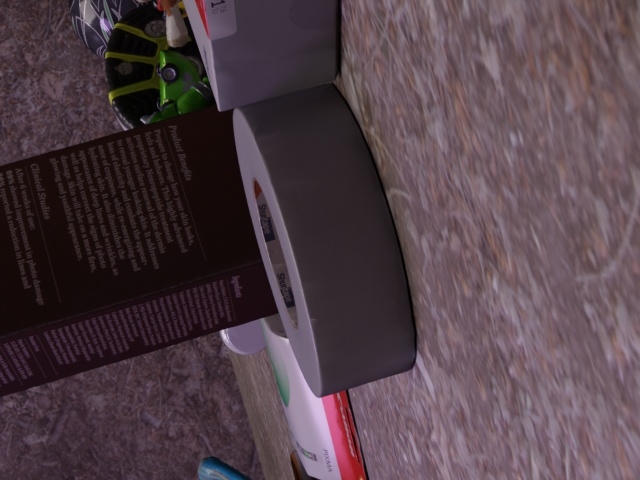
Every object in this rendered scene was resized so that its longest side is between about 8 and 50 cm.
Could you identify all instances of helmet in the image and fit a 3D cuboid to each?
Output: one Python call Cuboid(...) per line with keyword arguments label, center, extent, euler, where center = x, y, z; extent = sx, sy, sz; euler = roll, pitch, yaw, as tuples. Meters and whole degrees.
Cuboid(label="helmet", center=(-0.277, -0.331, 2.059), extent=(0.161, 0.169, 0.169), euler=(-88, -11, -55))

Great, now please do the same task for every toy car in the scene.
Cuboid(label="toy car", center=(-0.163, -0.237, 1.698), extent=(0.239, 0.053, 0.225), euler=(-129, 39, -73))

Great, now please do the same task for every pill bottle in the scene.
Cuboid(label="pill bottle", center=(-0.106, 0.121, 2.066), extent=(0.137, 0.078, 0.078), euler=(-169, 63, -81))

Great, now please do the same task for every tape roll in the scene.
Cuboid(label="tape roll", center=(0.000, 0.000, 1.057), extent=(0.219, 0.072, 0.219), euler=(164, 90, -82))

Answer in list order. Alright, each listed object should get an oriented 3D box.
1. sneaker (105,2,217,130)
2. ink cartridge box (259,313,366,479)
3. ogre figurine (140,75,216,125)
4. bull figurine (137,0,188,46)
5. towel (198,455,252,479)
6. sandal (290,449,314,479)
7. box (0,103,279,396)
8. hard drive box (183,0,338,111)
Cuboid(label="sneaker", center=(-0.173, -0.120, 1.811), extent=(0.147, 0.145, 0.384), euler=(93, 161, -67))
Cuboid(label="ink cartridge box", center=(-0.006, 0.181, 1.567), extent=(0.224, 0.056, 0.181), euler=(-122, 17, -70))
Cuboid(label="ogre figurine", center=(-0.129, -0.093, 1.633), extent=(0.097, 0.118, 0.197), euler=(-164, 59, -81))
Cuboid(label="bull figurine", center=(-0.146, -0.293, 1.403), extent=(0.310, 0.101, 0.188), euler=(-115, 10, -49))
Cuboid(label="towel", center=(-0.047, 0.475, 2.066), extent=(0.370, 0.040, 0.271), euler=(22, 132, 55))
Cuboid(label="sandal", center=(-0.024, 0.444, 2.144), extent=(0.102, 0.076, 0.265), euler=(108, 145, -77))
Cuboid(label="box", center=(-0.213, 0.010, 1.453), extent=(0.143, 0.381, 0.191), euler=(83, 169, -62))
Cuboid(label="hard drive box", center=(-0.063, -0.235, 0.963), extent=(0.181, 0.089, 0.232), euler=(88, 164, -63))
